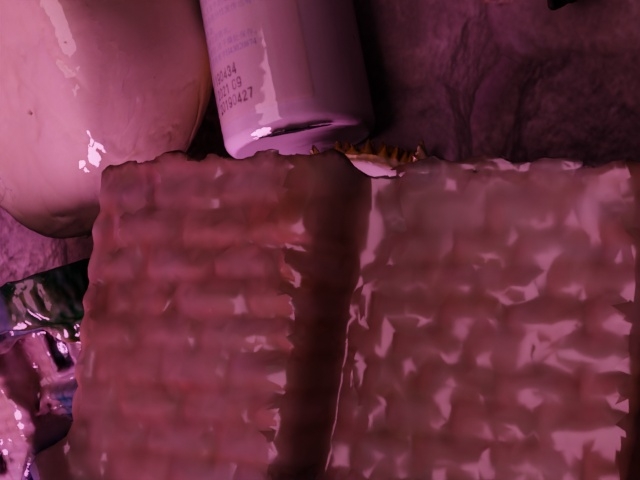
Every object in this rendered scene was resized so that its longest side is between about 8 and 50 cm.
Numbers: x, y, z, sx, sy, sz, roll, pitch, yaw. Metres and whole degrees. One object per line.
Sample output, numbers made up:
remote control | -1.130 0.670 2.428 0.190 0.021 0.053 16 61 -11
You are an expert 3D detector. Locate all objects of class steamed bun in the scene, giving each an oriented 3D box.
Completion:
steamed bun | -0.226 -0.188 1.479 0.312 0.233 0.334 -25 89 51

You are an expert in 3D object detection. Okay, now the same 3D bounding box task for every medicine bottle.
medicine bottle | -0.038 -0.210 1.379 0.143 0.143 0.258 -17 79 42

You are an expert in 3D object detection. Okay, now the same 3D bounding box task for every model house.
model house | -0.231 0.153 1.506 0.298 0.243 0.284 -18 95 43
model house | 0.082 0.171 1.049 0.445 0.395 0.400 0 73 35

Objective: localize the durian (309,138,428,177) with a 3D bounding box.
durian | 0.000 0.000 1.374 0.139 0.144 0.252 28 105 17

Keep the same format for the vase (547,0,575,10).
vase | 0.151 -0.264 1.228 0.183 0.120 0.120 48 122 16
